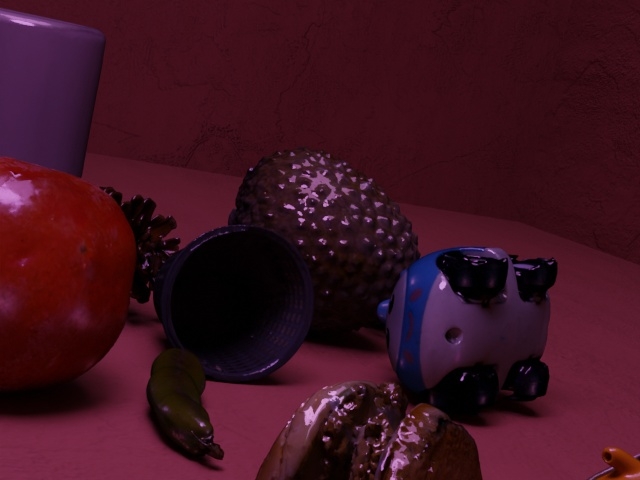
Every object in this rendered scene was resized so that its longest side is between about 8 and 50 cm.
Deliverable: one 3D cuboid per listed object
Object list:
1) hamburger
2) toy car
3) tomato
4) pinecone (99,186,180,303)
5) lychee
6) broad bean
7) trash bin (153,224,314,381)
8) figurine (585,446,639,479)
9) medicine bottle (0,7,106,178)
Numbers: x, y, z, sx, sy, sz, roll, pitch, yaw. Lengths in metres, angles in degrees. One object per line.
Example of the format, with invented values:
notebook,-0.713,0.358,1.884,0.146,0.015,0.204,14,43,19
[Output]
hamburger,0.036,0.169,0.803,0.131,0.159,0.185,15,27,35
toy car,0.165,0.098,1.379,0.190,0.189,0.255,8,7,38
tomato,-0.277,0.030,1.056,0.232,0.232,0.188,4,-26,-46
pinecone,-0.250,0.011,1.410,0.165,0.163,0.163,-1,2,24
lychee,0.000,0.000,1.546,0.274,0.255,0.255,7,6,22
broad bean,-0.134,0.146,1.090,0.065,0.046,0.254,17,8,-14
trash bin,-0.118,0.066,1.315,0.175,0.175,0.161,8,-2,-24
figurine,0.289,0.247,0.932,0.141,0.167,0.250,-23,-39,27
medicine bottle,-0.406,-0.122,1.475,0.208,0.340,0.208,12,9,-2
